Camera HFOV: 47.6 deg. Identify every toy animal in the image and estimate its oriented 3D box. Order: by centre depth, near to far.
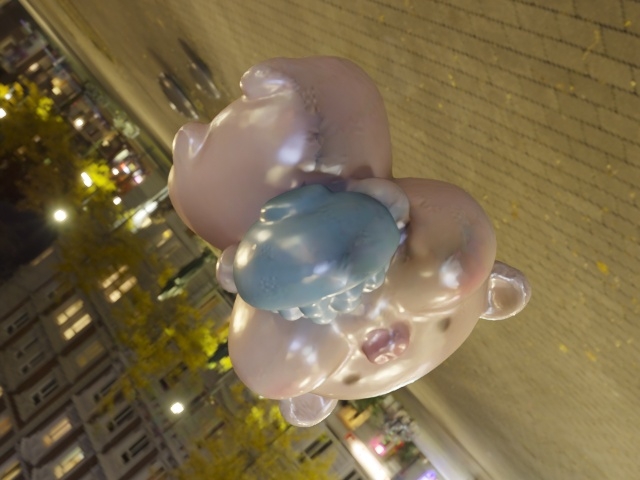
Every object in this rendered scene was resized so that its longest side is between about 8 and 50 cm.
[{"bbox_3d":[0.001,-0.005,0.527,0.229,0.210,0.221,44,-164,-53],"label":"toy animal"}]
